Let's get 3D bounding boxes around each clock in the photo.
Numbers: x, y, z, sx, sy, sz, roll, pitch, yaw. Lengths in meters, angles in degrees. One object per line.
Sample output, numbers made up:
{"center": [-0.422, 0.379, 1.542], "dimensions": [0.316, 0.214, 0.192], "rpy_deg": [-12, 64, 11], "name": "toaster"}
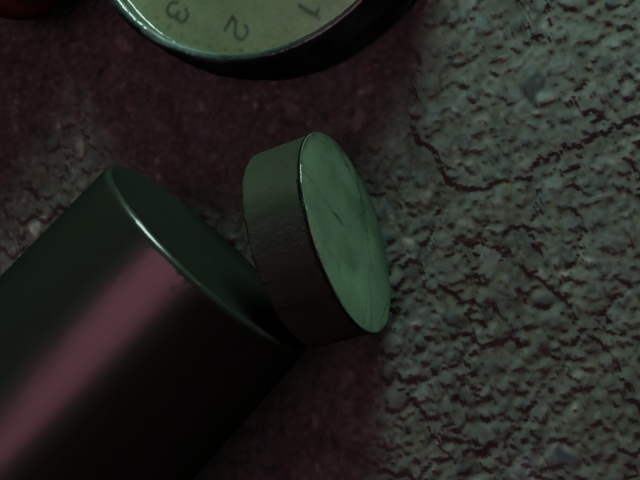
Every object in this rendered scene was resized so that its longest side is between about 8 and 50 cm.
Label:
{"center": [-0.043, -0.251, 0.760], "dimensions": [0.281, 0.055, 0.280], "rpy_deg": [0, 89, 21], "name": "clock"}

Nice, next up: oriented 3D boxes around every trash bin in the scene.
{"center": [-0.182, 0.128, 0.724], "dimensions": [0.334, 0.214, 0.214], "rpy_deg": [-46, 74, 5], "name": "trash bin"}

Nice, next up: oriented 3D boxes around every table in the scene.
{"center": [0.000, 0.000, 0.697], "dimensions": [0.043, 0.133, 0.133], "rpy_deg": [-17, 83, 20], "name": "table"}

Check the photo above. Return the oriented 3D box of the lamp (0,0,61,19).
{"center": [-0.222, -0.217, 0.806], "dimensions": [0.107, 0.092, 0.107], "rpy_deg": [-17, 69, 52], "name": "lamp"}
